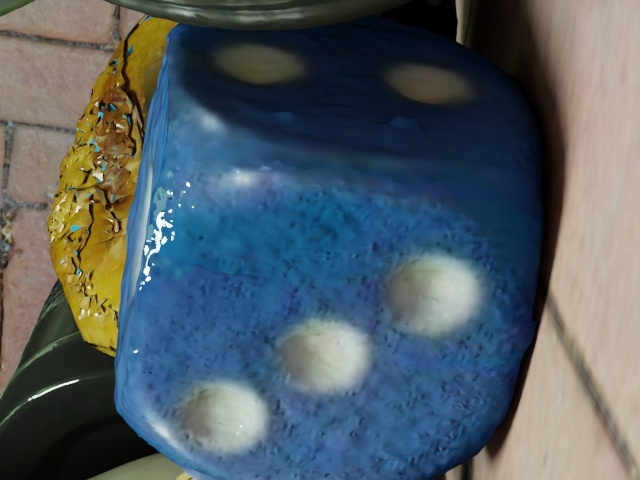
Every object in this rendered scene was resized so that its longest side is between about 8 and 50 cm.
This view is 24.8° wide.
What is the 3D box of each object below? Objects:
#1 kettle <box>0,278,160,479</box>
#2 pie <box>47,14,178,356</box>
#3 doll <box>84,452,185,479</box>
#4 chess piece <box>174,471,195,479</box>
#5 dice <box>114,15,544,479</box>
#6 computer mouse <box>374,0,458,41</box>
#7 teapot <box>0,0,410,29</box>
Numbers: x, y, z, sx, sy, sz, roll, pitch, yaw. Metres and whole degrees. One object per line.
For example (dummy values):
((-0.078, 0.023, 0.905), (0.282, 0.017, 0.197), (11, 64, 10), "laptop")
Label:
((-0.062, 0.033, 0.954), (0.324, 0.228, 0.321), (-81, 11, -53), "kettle")
((-0.047, -0.049, 0.781), (0.069, 0.273, 0.273), (49, -148, -41), "pie")
((-0.118, 0.208, 0.725), (0.215, 0.370, 0.226), (-86, -14, -62), "doll")
((-0.007, 0.081, 0.599), (0.172, 0.060, 0.060), (-37, -39, -55), "chess piece")
((0.000, 0.000, 0.543), (0.143, 0.146, 0.146), (-94, 12, -58), "dice")
((0.013, -0.147, 0.668), (0.137, 0.096, 0.233), (64, -147, -59), "computer mouse")
((-0.036, -0.144, 0.473), (0.322, 0.239, 0.239), (-55, -5, 2), "teapot")
